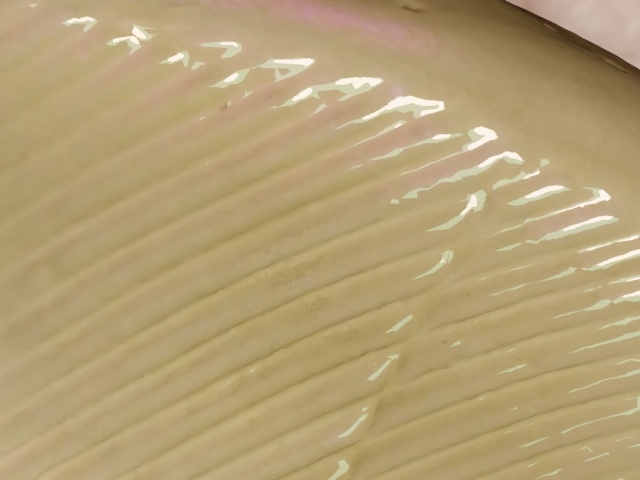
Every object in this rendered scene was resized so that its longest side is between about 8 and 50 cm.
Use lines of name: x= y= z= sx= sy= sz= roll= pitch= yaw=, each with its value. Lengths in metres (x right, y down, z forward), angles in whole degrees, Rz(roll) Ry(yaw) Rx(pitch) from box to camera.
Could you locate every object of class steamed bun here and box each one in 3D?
steamed bun: x=0.000 y=0.000 z=0.496 sx=0.239 sy=0.152 sz=0.170 roll=23 pitch=116 yaw=-4
